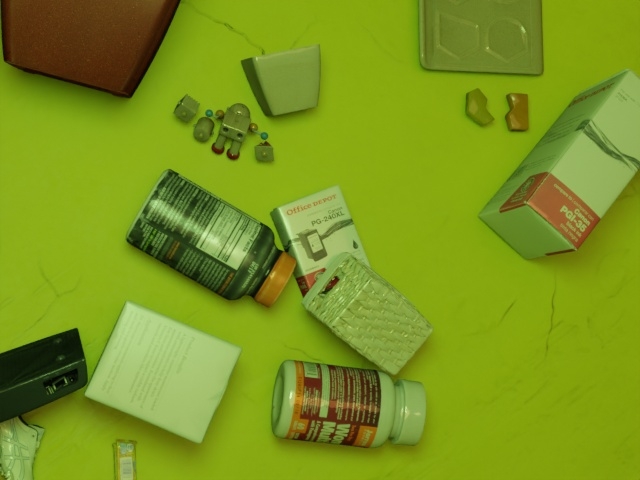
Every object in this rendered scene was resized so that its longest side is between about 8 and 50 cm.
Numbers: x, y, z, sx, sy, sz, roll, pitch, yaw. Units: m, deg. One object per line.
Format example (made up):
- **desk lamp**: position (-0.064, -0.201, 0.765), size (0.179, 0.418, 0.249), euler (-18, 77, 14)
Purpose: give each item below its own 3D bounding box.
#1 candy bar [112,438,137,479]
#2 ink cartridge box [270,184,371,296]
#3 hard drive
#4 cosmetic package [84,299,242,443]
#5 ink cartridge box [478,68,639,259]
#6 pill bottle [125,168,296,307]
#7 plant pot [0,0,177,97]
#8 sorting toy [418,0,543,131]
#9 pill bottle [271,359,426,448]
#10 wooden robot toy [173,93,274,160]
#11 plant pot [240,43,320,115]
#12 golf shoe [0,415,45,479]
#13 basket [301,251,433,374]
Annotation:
- **candy bar**: position (-0.292, 0.379, 1.691), size (0.040, 0.018, 0.161), euler (-2, 84, -15)
- **ink cartridge box**: position (0.000, 0.000, 1.769), size (0.109, 0.063, 0.150), euler (-21, 89, -13)
- **hard drive**: position (-0.457, 0.208, 1.605), size (0.255, 0.172, 0.054), euler (-20, 107, -11)
- **cosmetic package**: position (-0.233, 0.193, 1.655), size (0.184, 0.151, 0.151), euler (25, 80, -7)
- **ink cartridge box**: position (0.408, -0.116, 1.791), size (0.117, 0.207, 0.283), euler (42, 78, -6)
- **pill bottle**: position (-0.160, 0.006, 1.702), size (0.246, 0.130, 0.130), euler (31, 79, -7)
- **plant pot**: position (-0.341, -0.346, 1.651), size (0.267, 0.267, 0.235), euler (15, 93, -10)
- **sorting toy**: position (0.267, -0.336, 1.876), size (0.229, 0.041, 0.307), euler (1, 84, -16)
- **pill bottle**: position (0.042, 0.254, 1.721), size (0.221, 0.121, 0.121), euler (8, 82, -10)
- **wooden robot toy**: position (-0.144, -0.185, 1.772), size (0.173, 0.076, 0.079), euler (22, 45, -8)
- **plant pot**: position (-0.055, -0.250, 1.769), size (0.109, 0.109, 0.096), euler (-14, 99, -12)
- **golf shoe**: position (-0.437, 0.310, 1.648), size (0.086, 0.069, 0.176), euler (-25, 91, -20)
- **basket**: position (0.074, 0.115, 1.714), size (0.167, 0.103, 0.113), euler (39, 92, -29)
